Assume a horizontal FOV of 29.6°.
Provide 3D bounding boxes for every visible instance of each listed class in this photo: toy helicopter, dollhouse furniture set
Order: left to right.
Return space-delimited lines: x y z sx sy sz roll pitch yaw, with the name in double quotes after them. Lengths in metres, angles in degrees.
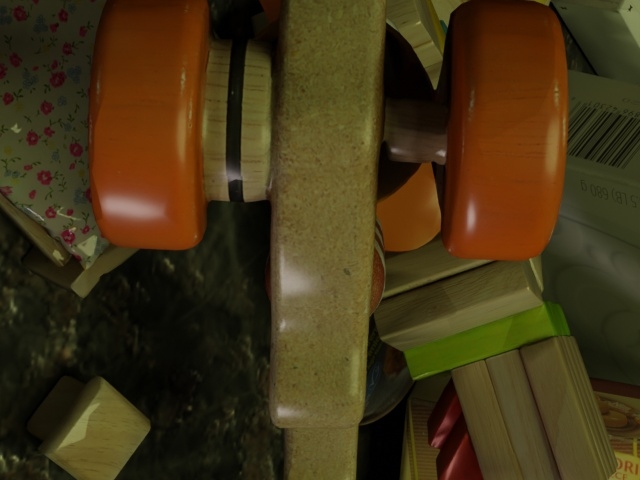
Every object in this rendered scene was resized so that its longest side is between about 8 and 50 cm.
-0.068 -0.014 0.500 0.355 0.174 0.303 -54 139 -18 "dollhouse furniture set"
0.000 0.000 0.520 0.235 0.140 0.355 -89 -179 -48 "toy helicopter"

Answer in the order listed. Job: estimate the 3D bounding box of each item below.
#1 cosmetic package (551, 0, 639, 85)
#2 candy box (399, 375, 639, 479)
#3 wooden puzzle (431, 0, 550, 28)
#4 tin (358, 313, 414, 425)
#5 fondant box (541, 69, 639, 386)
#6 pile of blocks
0.259 -0.150 0.914 0.239 0.060 0.099 39 77 -50 "cosmetic package"
0.143 0.246 0.844 0.087 0.183 0.316 -52 148 -65 "candy box"
0.109 -0.220 0.720 0.221 0.044 0.238 39 76 -50 "wooden puzzle"
0.046 0.023 0.760 0.189 0.040 0.106 -61 145 -11 "tin"
0.248 0.051 0.847 0.096 0.238 0.330 -47 136 -26 "fondant box"
0.054 -0.003 0.677 0.149 0.113 0.362 -62 131 -70 "pile of blocks"
